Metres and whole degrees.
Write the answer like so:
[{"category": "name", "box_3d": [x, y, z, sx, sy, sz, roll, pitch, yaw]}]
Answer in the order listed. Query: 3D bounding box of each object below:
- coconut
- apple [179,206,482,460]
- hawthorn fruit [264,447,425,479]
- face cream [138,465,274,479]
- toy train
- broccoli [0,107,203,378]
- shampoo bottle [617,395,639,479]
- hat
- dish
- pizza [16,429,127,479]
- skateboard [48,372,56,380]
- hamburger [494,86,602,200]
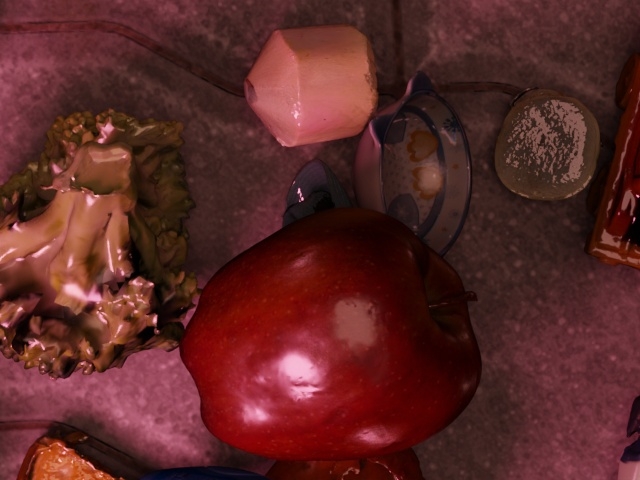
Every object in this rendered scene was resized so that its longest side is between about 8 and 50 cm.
[{"category": "coconut", "box_3d": [-0.016, -0.188, 1.855, 0.153, 0.147, 0.147, -10, 91, -14]}, {"category": "apple", "box_3d": [0.016, 0.110, 1.686, 0.317, 0.288, 0.288, -17, 92, 19]}, {"category": "hawthorn fruit", "box_3d": [0.001, 0.348, 1.828, 0.299, 0.211, 0.211, -41, 94, 1]}, {"category": "face cream", "box_3d": [-0.107, 0.320, 1.733, 0.149, 0.264, 0.083, -50, 126, -35]}, {"category": "toy train", "box_3d": [0.446, -0.131, 1.856, 0.163, 0.231, 0.369, 16, 88, -2]}, {"category": "broccoli", "box_3d": [-0.252, -0.010, 1.753, 0.293, 0.281, 0.348, 38, 67, 9]}, {"category": "shampoo bottle", "box_3d": [0.431, 0.374, 1.925, 0.134, 0.078, 0.359, -1, 90, -20]}, {"category": "hat", "box_3d": [0.000, 0.000, 1.863, 0.078, 0.138, 0.191, -24, 84, -30]}, {"category": "dish", "box_3d": [0.089, -0.081, 1.861, 0.086, 0.228, 0.236, 0, 74, 37]}, {"category": "pizza", "box_3d": [-0.262, 0.342, 1.868, 0.288, 0.074, 0.251, -20, 90, -13]}, {"category": "skateboard", "box_3d": [-0.331, 0.143, 1.855, 0.032, 0.083, 0.063, -13, 92, -6]}, {"category": "hamburger", "box_3d": [0.286, -0.119, 1.919, 0.133, 0.062, 0.140, 12, 95, 10]}]
